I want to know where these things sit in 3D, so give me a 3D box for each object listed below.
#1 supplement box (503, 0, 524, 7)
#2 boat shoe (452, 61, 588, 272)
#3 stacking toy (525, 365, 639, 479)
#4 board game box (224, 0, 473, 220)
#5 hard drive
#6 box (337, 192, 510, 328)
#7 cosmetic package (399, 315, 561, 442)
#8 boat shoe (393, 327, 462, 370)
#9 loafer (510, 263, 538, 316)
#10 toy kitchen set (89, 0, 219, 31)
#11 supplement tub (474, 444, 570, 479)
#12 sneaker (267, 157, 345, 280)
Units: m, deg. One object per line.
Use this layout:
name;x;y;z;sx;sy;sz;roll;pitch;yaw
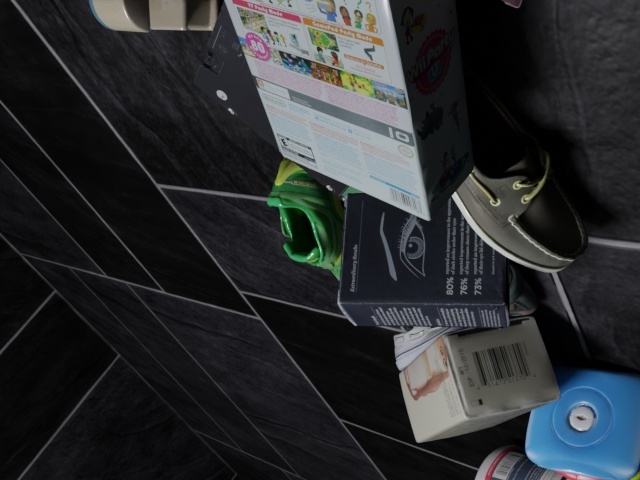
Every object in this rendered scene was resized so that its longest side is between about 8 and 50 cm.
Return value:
supplement box;0.152;-0.298;0.654;0.104;0.081;0.188;29;153;13
boat shoe;0.201;-0.082;0.921;0.305;0.109;0.091;45;156;-9
stacking toy;0.460;0.327;1.278;0.175;0.165;0.302;0;152;39
board game box;0.025;-0.187;0.800;0.224;0.097;0.303;26;151;34
hard drive;0.005;-0.173;1.058;0.339;0.064;0.237;38;154;-3
box;0.134;0.025;1.033;0.207;0.153;0.108;0;159;15
cosmetic package;0.235;0.224;1.273;0.296;0.153;0.129;112;146;-68
boat shoe;0.184;0.155;1.367;0.226;0.083;0.075;-40;64;50
loafer;0.200;0.088;1.230;0.267;0.096;0.084;-4;146;48
toy kitchen set;-0.220;-0.367;1.013;0.122;0.166;0.207;14;110;36
supplement tub;0.435;0.493;1.497;0.272;0.191;0.191;0;137;51
sneaker;0.000;0.000;1.281;0.109;0.123;0.295;7;142;44
